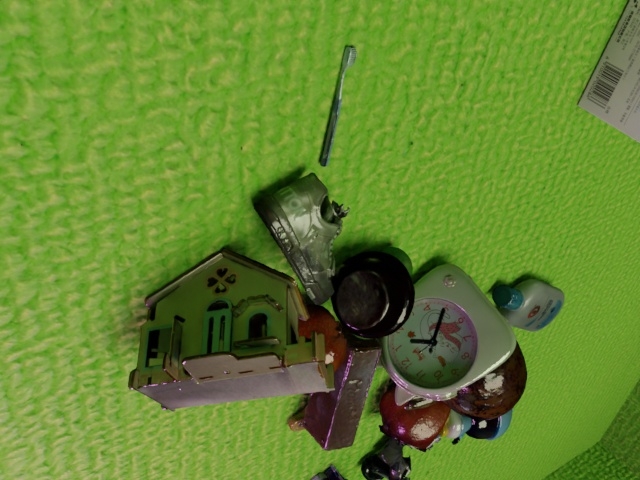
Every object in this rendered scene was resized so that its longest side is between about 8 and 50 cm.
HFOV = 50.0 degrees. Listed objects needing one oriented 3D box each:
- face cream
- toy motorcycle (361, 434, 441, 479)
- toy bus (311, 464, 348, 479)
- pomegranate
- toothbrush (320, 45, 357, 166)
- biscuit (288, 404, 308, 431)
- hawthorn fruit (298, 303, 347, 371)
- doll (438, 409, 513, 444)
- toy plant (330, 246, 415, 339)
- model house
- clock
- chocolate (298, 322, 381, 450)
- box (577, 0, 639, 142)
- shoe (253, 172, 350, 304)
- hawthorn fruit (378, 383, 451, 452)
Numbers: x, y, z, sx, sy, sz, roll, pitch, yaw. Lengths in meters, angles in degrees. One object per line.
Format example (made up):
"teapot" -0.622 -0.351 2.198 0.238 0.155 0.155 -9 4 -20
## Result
"face cream" 0.597 0.183 1.996 0.336 0.080 0.163 19 112 -50
"toy motorcycle" 0.259 0.664 2.097 0.270 0.159 0.106 -38 164 -4
"toy bus" -0.018 0.813 2.001 0.287 0.138 0.175 -38 142 -8
"pomegranate" 0.351 0.342 1.754 0.340 0.285 0.285 -23 139 -19
"toothbrush" 0.028 -0.219 1.145 0.019 0.016 0.220 -21 137 -40
"biscuit" 0.028 0.394 1.726 0.234 0.030 0.153 -51 143 10
"hawthorn fruit" -0.084 0.238 1.420 0.285 0.165 0.165 -24 145 13
"doll" 0.513 0.573 2.255 0.314 0.141 0.177 -1 97 -27
"toy plant" 0.110 0.117 1.432 0.218 0.175 0.235 -62 164 11
"model house" -0.146 0.136 1.158 0.325 0.244 0.169 -9 139 10
"clock" 0.267 0.235 1.618 0.324 0.265 0.108 -38 168 5
"chocolate" 0.051 0.349 1.602 0.111 0.112 0.321 -1 120 -31
"box" 0.719 -0.368 1.472 0.116 0.203 0.274 -12 133 -36
"shoe" -0.001 -0.002 1.246 0.149 0.109 0.293 -34 138 -3
"hawthorn fruit" 0.275 0.459 1.888 0.251 0.189 0.189 -39 143 -11
